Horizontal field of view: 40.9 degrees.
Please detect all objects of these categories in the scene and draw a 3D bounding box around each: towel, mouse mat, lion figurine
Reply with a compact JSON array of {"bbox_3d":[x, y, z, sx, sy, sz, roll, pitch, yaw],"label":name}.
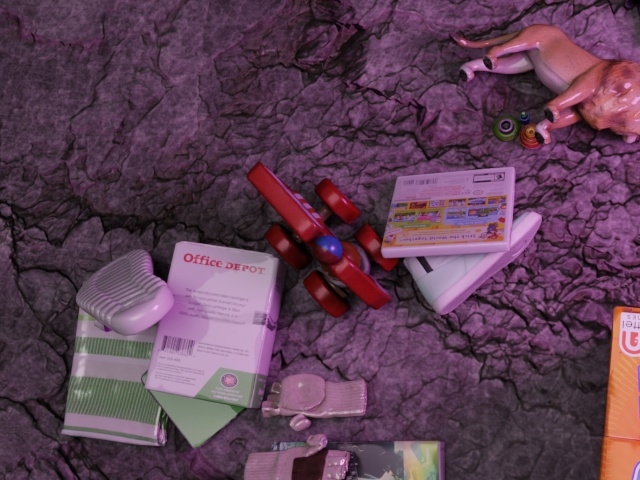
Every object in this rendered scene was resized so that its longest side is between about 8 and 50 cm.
[{"bbox_3d":[-0.408,0.248,1.767,0.248,0.038,0.324,1,79,19],"label":"towel"},{"bbox_3d":[-0.246,0.295,1.695,0.153,0.007,0.189,-40,78,-4],"label":"mouse mat"},{"bbox_3d":[0.437,-0.307,1.551,0.240,0.142,0.392,-31,62,-14],"label":"lion figurine"}]

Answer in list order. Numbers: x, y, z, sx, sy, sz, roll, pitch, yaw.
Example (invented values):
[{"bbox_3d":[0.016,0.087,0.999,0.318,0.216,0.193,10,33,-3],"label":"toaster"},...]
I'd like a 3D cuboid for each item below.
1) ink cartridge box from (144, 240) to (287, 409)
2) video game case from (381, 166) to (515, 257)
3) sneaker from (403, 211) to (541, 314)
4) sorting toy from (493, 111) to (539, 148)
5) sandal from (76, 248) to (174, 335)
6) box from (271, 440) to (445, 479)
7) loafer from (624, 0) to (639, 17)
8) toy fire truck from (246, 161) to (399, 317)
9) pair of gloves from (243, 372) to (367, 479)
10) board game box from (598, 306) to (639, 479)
[{"bbox_3d":[-0.194,0.163,1.651,0.211,0.121,0.289,9,79,10],"label":"ink cartridge box"},{"bbox_3d":[0.235,-0.052,1.563,0.227,0.026,0.206,-3,43,19],"label":"video game case"},{"bbox_3d":[0.268,0.000,1.566,0.256,0.094,0.151,-40,66,5],"label":"sneaker"},{"bbox_3d":[0.372,-0.211,1.604,0.102,0.042,0.061,22,86,22],"label":"sorting toy"},{"bbox_3d":[-0.369,0.120,1.642,0.169,0.416,0.102,-31,109,-11],"label":"sandal"},{"bbox_3d":[0.067,0.479,1.547,0.322,0.058,0.232,-5,76,17],"label":"box"},{"bbox_3d":[0.591,-0.456,1.566,0.078,0.076,0.223,-20,76,6],"label":"loafer"},{"bbox_3d":[0.000,0.000,1.568,0.169,0.254,0.302,-42,69,6],"label":"toy fire truck"},{"bbox_3d":[-0.029,0.348,1.570,0.204,0.042,0.240,0,51,22],"label":"pair of gloves"},{"bbox_3d":[0.597,0.307,1.247,0.356,0.356,0.356,4,80,19],"label":"board game box"}]
